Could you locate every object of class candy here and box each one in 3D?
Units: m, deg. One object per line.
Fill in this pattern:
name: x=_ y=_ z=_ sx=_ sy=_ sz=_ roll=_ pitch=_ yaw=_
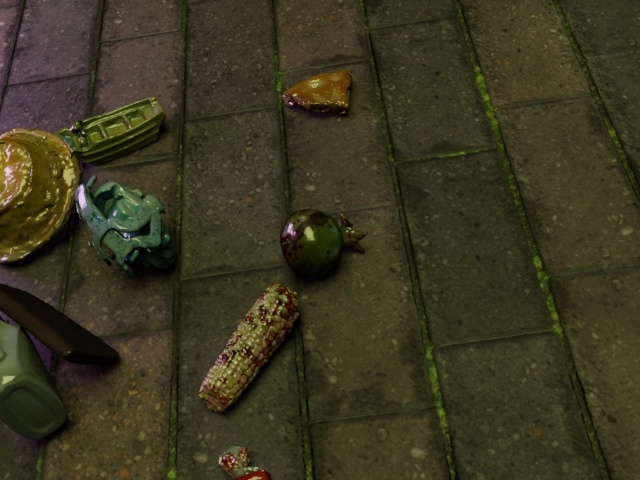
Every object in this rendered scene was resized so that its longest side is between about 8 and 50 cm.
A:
candy: x=-0.100 y=0.471 z=1.434 sx=0.086 sy=0.059 sz=0.292 roll=-19 pitch=52 yaw=-11

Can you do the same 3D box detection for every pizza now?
pizza: x=0.020 y=-0.356 z=2.085 sx=0.182 sy=0.062 sz=0.161 roll=-30 pitch=46 yaw=-21

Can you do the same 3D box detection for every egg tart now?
egg tart: x=-0.701 y=-0.120 z=1.916 sx=0.341 sy=0.129 sz=0.341 roll=-4 pitch=68 yaw=11

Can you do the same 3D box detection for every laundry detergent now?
laundry detergent: x=-0.593 y=0.226 z=1.609 sx=0.105 sy=0.215 sz=0.280 roll=-33 pitch=51 yaw=-10

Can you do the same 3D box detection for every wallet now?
wallet: x=-0.549 y=0.165 z=1.693 sx=0.309 sy=0.165 sz=0.042 roll=28 pitch=88 yaw=27

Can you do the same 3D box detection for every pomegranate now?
pomegranate: x=-0.002 y=-0.005 z=1.755 sx=0.169 sy=0.148 sz=0.148 roll=-31 pitch=53 yaw=-24

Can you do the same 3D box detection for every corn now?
corn: x=-0.133 y=0.202 z=1.635 sx=0.092 sy=0.092 sz=0.280 roll=23 pitch=59 yaw=25

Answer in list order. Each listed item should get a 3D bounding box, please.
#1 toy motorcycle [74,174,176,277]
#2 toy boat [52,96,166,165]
toy motorcycle: x=-0.420 y=-0.041 z=1.825 sx=0.154 sy=0.206 sz=0.260 roll=-50 pitch=51 yaw=19
toy boat: x=-0.511 y=-0.260 z=2.076 sx=0.276 sy=0.084 sz=0.111 roll=-23 pitch=49 yaw=-14
